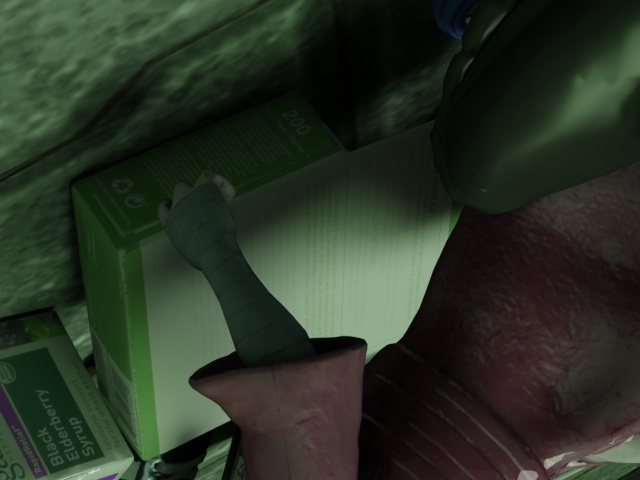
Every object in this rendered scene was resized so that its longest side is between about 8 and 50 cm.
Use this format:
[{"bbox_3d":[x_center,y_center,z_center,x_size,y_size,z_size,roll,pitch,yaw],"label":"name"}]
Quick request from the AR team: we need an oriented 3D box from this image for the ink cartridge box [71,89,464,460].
[{"bbox_3d":[0.000,0.000,0.863,0.235,0.056,0.171,-25,145,-20],"label":"ink cartridge box"}]

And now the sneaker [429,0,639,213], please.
[{"bbox_3d":[0.166,-0.073,0.537,0.286,0.130,0.109,-30,163,18],"label":"sneaker"}]

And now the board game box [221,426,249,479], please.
[{"bbox_3d":[-0.046,0.172,1.132,0.347,0.056,0.208,110,0,-64],"label":"board game box"}]

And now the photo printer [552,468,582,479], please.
[{"bbox_3d":[0.252,0.096,1.457,0.307,0.107,0.256,-28,173,-41],"label":"photo printer"}]

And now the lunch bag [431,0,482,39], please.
[{"bbox_3d":[0.167,-0.167,0.671,0.303,0.115,0.243,-8,153,-50],"label":"lunch bag"}]

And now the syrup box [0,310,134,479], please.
[{"bbox_3d":[-0.199,0.143,0.933,0.096,0.093,0.237,-15,156,-42],"label":"syrup box"}]

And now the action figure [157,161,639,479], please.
[{"bbox_3d":[0.060,0.094,0.754,0.370,0.276,0.248,-47,151,-14],"label":"action figure"}]

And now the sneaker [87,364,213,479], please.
[{"bbox_3d":[-0.111,0.165,1.039,0.282,0.153,0.099,-40,161,27],"label":"sneaker"}]
